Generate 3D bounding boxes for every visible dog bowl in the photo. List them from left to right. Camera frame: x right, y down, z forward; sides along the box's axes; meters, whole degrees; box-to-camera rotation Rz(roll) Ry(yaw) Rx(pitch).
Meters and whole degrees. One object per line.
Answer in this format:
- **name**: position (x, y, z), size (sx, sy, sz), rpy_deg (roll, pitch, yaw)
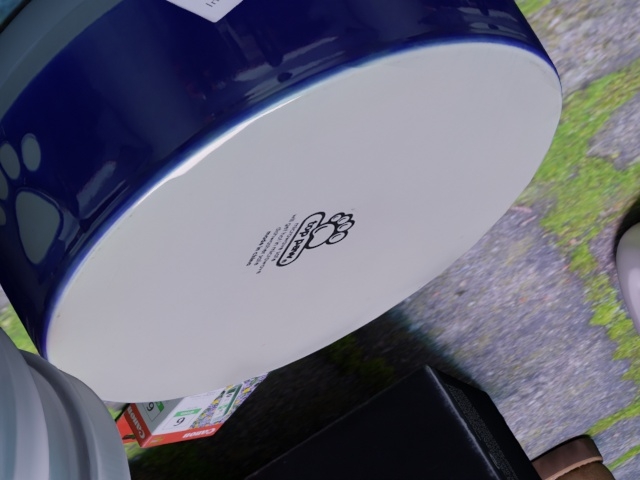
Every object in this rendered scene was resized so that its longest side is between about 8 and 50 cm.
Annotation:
- **dog bowl**: position (-0.027, -0.041, 0.837), size (0.265, 0.104, 0.265), rpy_deg (-25, 156, -12)

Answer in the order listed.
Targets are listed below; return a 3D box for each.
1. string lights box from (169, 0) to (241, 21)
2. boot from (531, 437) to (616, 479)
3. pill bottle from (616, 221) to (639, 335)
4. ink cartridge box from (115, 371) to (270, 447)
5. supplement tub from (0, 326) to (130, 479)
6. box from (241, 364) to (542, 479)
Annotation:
- **string lights box**: position (-0.071, -0.166, 0.570), size (0.133, 0.076, 0.260), rpy_deg (-38, 155, 19)
- **boot**: position (0.154, 0.313, 1.748), size (0.305, 0.115, 0.112), rpy_deg (-33, 159, 9)
- **pill bottle**: position (0.357, 0.003, 1.326), size (0.264, 0.146, 0.146), rpy_deg (-26, 156, -10)
- **ink cartridge box**: position (-0.085, 0.104, 1.151), size (0.063, 0.029, 0.115), rpy_deg (-5, 145, -46)
- **supplement tub**: position (-0.223, 0.086, 0.670), size (0.191, 0.191, 0.272), rpy_deg (-40, 137, 21)
- **box**: position (0.002, 0.259, 1.321), size (0.343, 0.179, 0.312), rpy_deg (-33, 166, 5)
